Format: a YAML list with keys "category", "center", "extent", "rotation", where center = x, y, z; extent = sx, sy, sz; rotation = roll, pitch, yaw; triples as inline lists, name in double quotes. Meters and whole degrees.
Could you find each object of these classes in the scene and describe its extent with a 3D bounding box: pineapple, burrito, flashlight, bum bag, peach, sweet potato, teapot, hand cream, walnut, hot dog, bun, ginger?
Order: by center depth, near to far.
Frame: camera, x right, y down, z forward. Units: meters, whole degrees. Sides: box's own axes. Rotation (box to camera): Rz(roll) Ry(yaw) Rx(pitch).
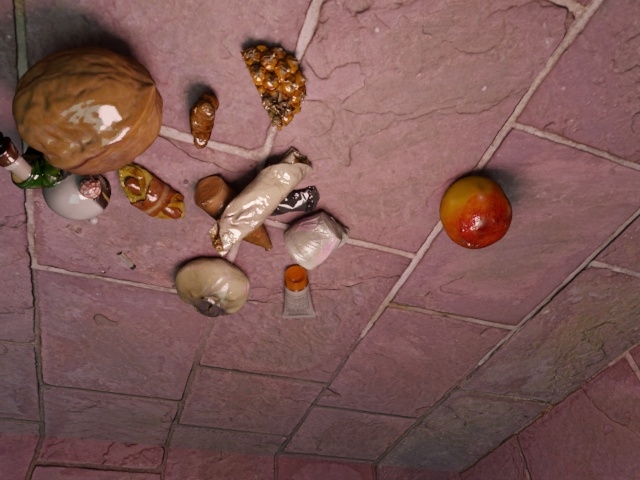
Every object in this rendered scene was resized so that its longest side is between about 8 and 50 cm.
- category: "walnut"
  center: [-0.552, -0.320, 1.207]
  extent: [0.343, 0.306, 0.306]
  rotation: [-15, 134, 13]
- category: "pineapple"
  center: [-0.094, -0.384, 1.269]
  extent: [0.139, 0.164, 0.250]
  rotation: [-22, 129, 6]
- category: "ginger"
  center: [-0.325, -0.336, 1.338]
  extent: [0.073, 0.103, 0.162]
  rotation: [15, 141, -13]
- category: "burrito"
  center: [-0.187, -0.121, 1.469]
  extent: [0.392, 0.076, 0.117]
  rotation: [-44, 113, -4]
- category: "hot dog"
  center: [-0.523, -0.135, 1.517]
  extent: [0.123, 0.093, 0.261]
  rotation: [-35, 127, 27]
- category: "peach"
  center: [0.493, -0.088, 1.557]
  extent: [0.230, 0.231, 0.231]
  rotation: [-2, 134, -2]
- category: "sweet potato"
  center: [-0.254, -0.069, 1.581]
  extent: [0.131, 0.131, 0.336]
  rotation: [-31, 129, 23]
- category: "bum bag"
  center: [-0.099, -0.121, 1.596]
  extent: [0.197, 0.049, 0.087]
  rotation: [-7, 129, 3]
- category: "teapot"
  center: [0.001, 0.008, 1.654]
  extent: [0.178, 0.163, 0.221]
  rotation: [-34, 128, 17]
- category: "flashlight"
  center: [-0.696, 0.073, 1.758]
  extent: [0.018, 0.018, 0.083]
  rotation: [-18, 133, 10]
- category: "bun"
  center: [-0.394, 0.180, 1.789]
  extent: [0.272, 0.168, 0.273]
  rotation: [3, 135, 3]
- category: "hand cream"
  center: [-0.083, 0.225, 1.911]
  extent: [0.139, 0.089, 0.314]
  rotation: [0, 138, -3]

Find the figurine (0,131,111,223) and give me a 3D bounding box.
- category: "figurine"
  center: [-0.734, -0.168, 1.359]
  extent: [0.281, 0.167, 0.370]
  rotation: [25, 170, 29]
